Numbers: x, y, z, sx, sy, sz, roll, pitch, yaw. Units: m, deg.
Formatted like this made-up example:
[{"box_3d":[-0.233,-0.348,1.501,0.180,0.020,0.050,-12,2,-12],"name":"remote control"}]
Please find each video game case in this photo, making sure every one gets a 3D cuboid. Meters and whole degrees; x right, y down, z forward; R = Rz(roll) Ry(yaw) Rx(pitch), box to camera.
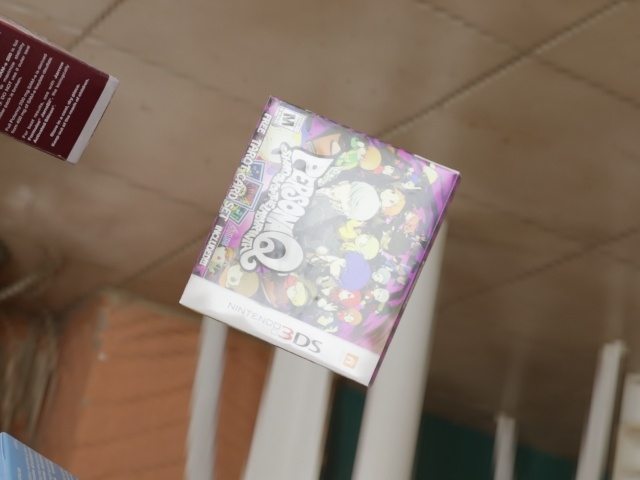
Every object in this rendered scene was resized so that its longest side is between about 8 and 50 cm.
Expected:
[{"box_3d":[0.000,0.000,1.647,0.210,0.232,0.042,24,177,10],"name":"video game case"}]

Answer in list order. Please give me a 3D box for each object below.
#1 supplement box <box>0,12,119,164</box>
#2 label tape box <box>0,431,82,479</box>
[{"box_3d":[-0.264,-0.137,1.104,0.130,0.073,0.239,31,-175,38],"name":"supplement box"},{"box_3d":[-0.264,0.392,1.986,0.347,0.115,0.249,37,-179,-16],"name":"label tape box"}]
